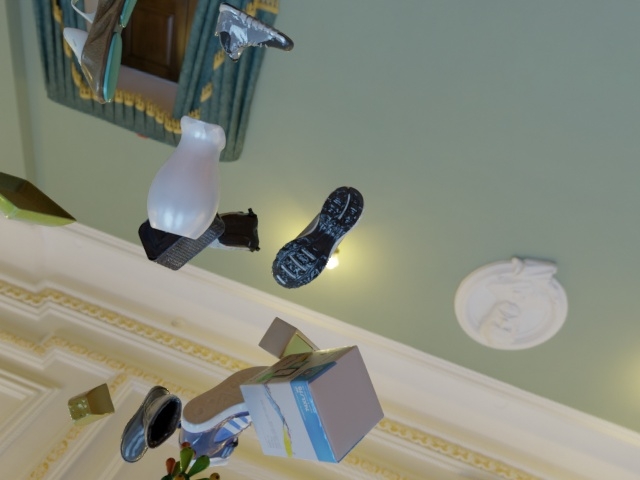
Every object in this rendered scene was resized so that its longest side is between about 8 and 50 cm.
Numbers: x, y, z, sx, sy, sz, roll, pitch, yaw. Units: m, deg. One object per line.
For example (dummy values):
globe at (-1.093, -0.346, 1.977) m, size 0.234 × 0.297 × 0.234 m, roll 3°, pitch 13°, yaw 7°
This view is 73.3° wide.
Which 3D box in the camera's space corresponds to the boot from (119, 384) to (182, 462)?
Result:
boot at (-0.364, 0.409, 0.924) m, size 0.076 × 0.190 × 0.208 m, roll 26°, pitch 164°, yaw -27°

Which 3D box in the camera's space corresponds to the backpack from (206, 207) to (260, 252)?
backpack at (-0.295, -0.026, 1.418) m, size 0.115 × 0.152 × 0.182 m, roll -14°, pitch 172°, yaw 39°

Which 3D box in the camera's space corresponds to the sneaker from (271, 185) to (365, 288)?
sneaker at (0.001, 0.000, 0.948) m, size 0.100 × 0.271 × 0.108 m, roll 43°, pitch -172°, yaw 4°

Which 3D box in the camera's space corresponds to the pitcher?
pitcher at (-0.245, -0.110, 0.832) m, size 0.125 × 0.207 × 0.178 m, roll 15°, pitch 175°, yaw -1°

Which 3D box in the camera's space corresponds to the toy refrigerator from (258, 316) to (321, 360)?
toy refrigerator at (-0.079, 0.347, 1.352) m, size 0.094 × 0.269 × 0.102 m, roll 22°, pitch -111°, yaw 31°

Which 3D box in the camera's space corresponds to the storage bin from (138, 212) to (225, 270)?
storage bin at (-0.342, -0.028, 1.057) m, size 0.122 × 0.180 × 0.084 m, roll 55°, pitch -174°, yaw 31°

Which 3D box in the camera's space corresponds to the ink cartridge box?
ink cartridge box at (-0.027, 0.406, 1.086) m, size 0.198 × 0.270 × 0.197 m, roll -20°, pitch -91°, yaw -48°

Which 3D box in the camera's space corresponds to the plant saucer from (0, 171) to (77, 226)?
plant saucer at (-0.704, -0.094, 1.001) m, size 0.188 × 0.045 × 0.188 m, roll 36°, pitch 180°, yaw 9°

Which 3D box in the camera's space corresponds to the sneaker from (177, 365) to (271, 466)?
sneaker at (-0.244, 0.511, 1.221) m, size 0.322 × 0.236 × 0.130 m, roll -16°, pitch -143°, yaw -36°

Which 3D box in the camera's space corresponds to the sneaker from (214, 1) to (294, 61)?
sneaker at (-0.193, -0.552, 1.208) m, size 0.228 × 0.132 × 0.086 m, roll 30°, pitch -157°, yaw 2°

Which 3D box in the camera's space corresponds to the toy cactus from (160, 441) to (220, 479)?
toy cactus at (-0.287, 0.493, 0.832) m, size 0.180 × 0.112 × 0.219 m, roll -35°, pitch -166°, yaw -25°

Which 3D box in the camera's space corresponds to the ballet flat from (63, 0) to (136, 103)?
ballet flat at (-0.498, -0.489, 0.969) m, size 0.124 × 0.343 × 0.116 m, roll 15°, pitch -177°, yaw -17°

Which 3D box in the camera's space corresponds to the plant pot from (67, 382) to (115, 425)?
plant pot at (-0.582, 0.416, 1.076) m, size 0.081 × 0.083 × 0.082 m, roll -23°, pitch -100°, yaw -4°
